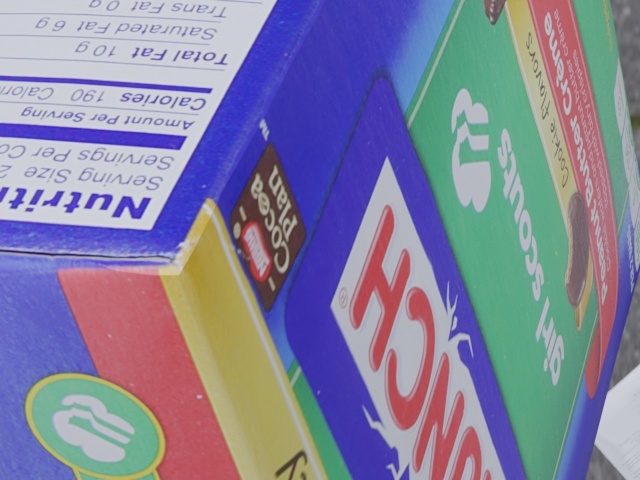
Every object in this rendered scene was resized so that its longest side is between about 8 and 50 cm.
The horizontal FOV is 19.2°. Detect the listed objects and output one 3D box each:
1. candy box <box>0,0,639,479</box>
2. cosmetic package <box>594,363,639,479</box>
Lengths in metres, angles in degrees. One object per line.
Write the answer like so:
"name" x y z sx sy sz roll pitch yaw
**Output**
"candy box" 0.000 0.000 0.552 0.122 0.268 0.317 2 42 23
"cosmetic package" 0.313 0.092 1.415 0.239 0.060 0.099 -44 76 20
